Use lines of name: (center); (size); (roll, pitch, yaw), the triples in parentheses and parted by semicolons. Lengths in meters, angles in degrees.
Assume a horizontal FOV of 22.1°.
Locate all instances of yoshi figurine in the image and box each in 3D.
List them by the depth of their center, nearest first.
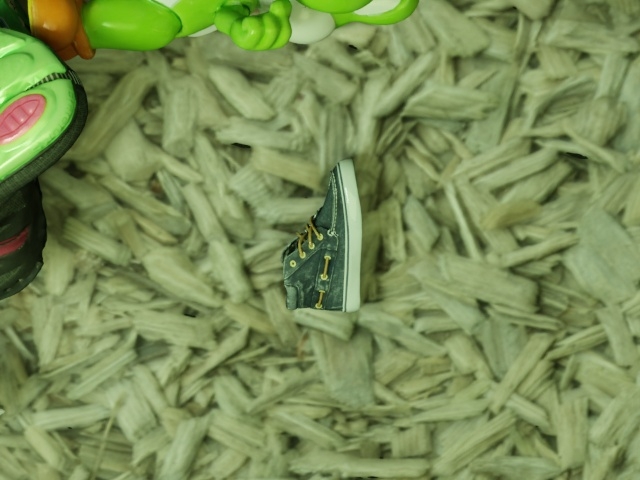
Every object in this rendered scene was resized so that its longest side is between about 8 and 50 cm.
yoshi figurine: (-0.084, -0.256, 1.489); (0.362, 0.203, 0.204); (-2, 115, -5)

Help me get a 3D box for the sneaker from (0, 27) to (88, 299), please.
sneaker: (-0.343, -0.050, 1.572); (0.202, 0.185, 0.483); (4, 154, -37)

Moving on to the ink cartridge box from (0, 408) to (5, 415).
ink cartridge box: (-0.517, 0.196, 1.747); (0.261, 0.066, 0.296); (8, 151, -35)

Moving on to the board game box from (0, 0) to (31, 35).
board game box: (-0.451, -0.188, 1.588); (0.317, 0.046, 0.213); (-25, 120, 10)

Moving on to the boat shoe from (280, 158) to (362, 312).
boat shoe: (0.000, 0.000, 1.716); (0.083, 0.065, 0.183); (-2, 122, -3)
